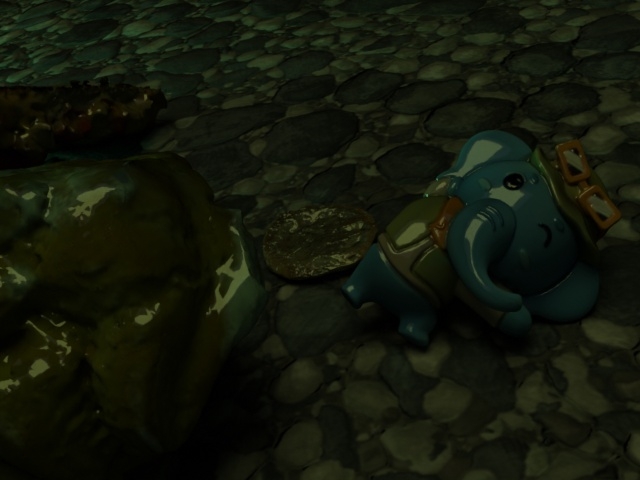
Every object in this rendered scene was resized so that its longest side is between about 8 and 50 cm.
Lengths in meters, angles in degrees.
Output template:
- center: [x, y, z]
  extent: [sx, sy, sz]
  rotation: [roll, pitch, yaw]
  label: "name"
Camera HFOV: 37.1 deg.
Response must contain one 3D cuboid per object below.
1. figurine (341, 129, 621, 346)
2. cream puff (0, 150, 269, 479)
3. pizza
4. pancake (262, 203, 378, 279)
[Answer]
- center: [0.160, 0.012, 0.911]
  extent: [0.262, 0.154, 0.180]
  rotation: [-39, 48, -9]
  label: "figurine"
- center: [-0.228, 0.070, 0.817]
  extent: [0.378, 0.275, 0.378]
  rotation: [-5, 10, 1]
  label: "cream puff"
- center: [-0.395, -0.150, 1.301]
  extent: [0.406, 0.130, 0.440]
  rotation: [-8, 9, -23]
  label: "pizza"
- center: [0.000, 0.000, 1.065]
  extent: [0.139, 0.022, 0.139]
  rotation: [-9, 32, 5]
  label: "pancake"
